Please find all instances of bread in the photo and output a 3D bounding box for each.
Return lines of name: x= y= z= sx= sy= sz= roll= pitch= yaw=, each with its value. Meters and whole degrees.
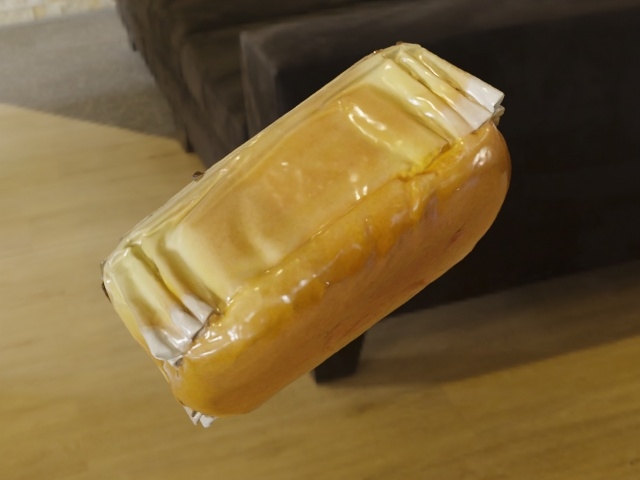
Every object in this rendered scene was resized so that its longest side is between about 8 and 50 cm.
bread: x=0.000 y=0.000 z=0.625 sx=0.241 sy=0.136 sz=0.107 roll=-36 pitch=65 yaw=-11
